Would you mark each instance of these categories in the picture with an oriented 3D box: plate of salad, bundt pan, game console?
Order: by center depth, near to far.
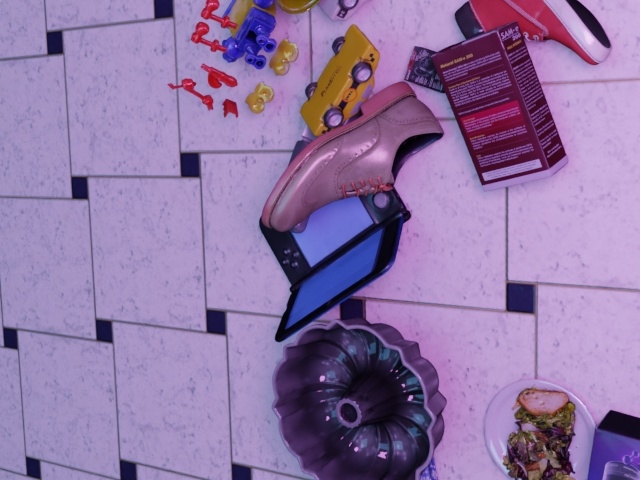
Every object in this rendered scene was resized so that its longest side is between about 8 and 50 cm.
[{"bbox_3d":[0.366,0.333,1.470,0.200,0.048,0.199,5,99,31],"label":"plate of salad"},{"bbox_3d":[0.080,0.287,1.546,0.331,0.124,0.330,7,103,32],"label":"bundt pan"},{"bbox_3d":[0.000,0.000,1.576,0.293,0.173,0.250,-36,78,30],"label":"game console"}]

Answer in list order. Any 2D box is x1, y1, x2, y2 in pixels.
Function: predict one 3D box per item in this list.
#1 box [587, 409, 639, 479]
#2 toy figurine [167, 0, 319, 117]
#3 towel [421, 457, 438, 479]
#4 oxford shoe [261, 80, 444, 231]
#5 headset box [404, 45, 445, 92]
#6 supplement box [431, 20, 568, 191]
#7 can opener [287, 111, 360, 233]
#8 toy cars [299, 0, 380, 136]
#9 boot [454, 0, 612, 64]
[{"bbox_3d":[0.548,0.390,1.336,0.261,0.103,0.184,11,105,30],"label":"box"},{"bbox_3d":[-0.135,-0.431,1.592,0.362,0.191,0.217,-55,33,33],"label":"toy figurine"},{"bbox_3d":[0.112,0.463,1.652,0.243,0.040,0.336,-12,90,33],"label":"towel"},{"bbox_3d":[0.055,-0.120,1.474,0.348,0.123,0.130,-41,71,-4],"label":"oxford shoe"},{"bbox_3d":[0.186,-0.294,1.501,0.083,0.032,0.062,25,109,28],"label":"headset box"},{"bbox_3d":[0.284,-0.208,1.384,0.130,0.073,0.239,-12,106,45],"label":"supplement box"},{"bbox_3d":[-0.010,-0.148,1.575,0.093,0.074,0.280,24,92,56],"label":"can opener"},{"bbox_3d":[0.063,-0.366,1.510,0.176,0.087,0.393,-1,80,53],"label":"toy cars"},{"bbox_3d":[0.326,-0.323,1.384,0.176,0.088,0.244,-50,65,29],"label":"boot"}]
